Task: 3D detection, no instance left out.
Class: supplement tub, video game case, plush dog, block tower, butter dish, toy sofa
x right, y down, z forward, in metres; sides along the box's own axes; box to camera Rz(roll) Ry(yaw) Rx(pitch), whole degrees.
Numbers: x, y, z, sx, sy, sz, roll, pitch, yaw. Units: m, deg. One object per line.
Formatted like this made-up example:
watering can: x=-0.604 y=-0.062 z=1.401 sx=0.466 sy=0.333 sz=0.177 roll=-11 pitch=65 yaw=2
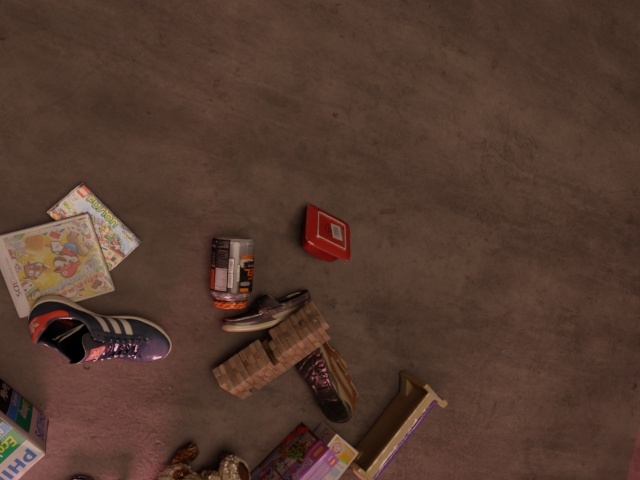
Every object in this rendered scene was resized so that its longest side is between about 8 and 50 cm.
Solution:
supplement tub: x=-0.243 y=0.086 z=1.478 sx=0.117 sy=0.117 sz=0.190 roll=2 pitch=94 yaw=-26
video game case: x=-0.645 y=0.059 z=1.305 sx=0.227 sy=0.026 sz=0.206 roll=-17 pitch=106 yaw=-15
plush dog: x=-0.351 y=0.696 z=1.467 sx=0.225 sy=0.210 sz=0.262 roll=34 pitch=51 yaw=-10
block tower: x=-0.127 y=0.314 z=1.508 sx=0.336 sy=0.091 sz=0.097 roll=-35 pitch=144 yaw=-3
butter dish: x=0.000 y=0.000 z=1.594 sx=0.160 sy=0.118 sz=0.160 roll=26 pitch=42 yaw=-24
toy sofa: x=0.247 y=0.624 z=1.739 sx=0.362 sy=0.150 sz=0.177 roll=-47 pitch=110 yaw=-15

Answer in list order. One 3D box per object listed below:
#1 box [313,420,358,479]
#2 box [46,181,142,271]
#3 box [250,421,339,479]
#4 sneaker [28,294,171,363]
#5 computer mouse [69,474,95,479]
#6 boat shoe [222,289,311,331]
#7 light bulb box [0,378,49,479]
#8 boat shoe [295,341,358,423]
box: x=-0.002 y=0.681 z=1.650 sx=0.203 sy=0.103 sz=0.114 roll=-47 pitch=112 yaw=-15
box: x=-0.567 y=-0.034 z=1.356 sx=0.114 sy=0.036 sz=0.207 roll=-47 pitch=111 yaw=-15
box: x=-0.106 y=0.679 z=1.546 sx=0.293 sy=0.201 sz=0.057 roll=-41 pitch=110 yaw=-18
sneaker: x=-0.532 y=0.252 z=1.314 sx=0.350 sy=0.148 sz=0.131 roll=21 pitch=104 yaw=-28
computer mouse: x=-0.599 y=0.750 z=1.397 sx=0.184 sy=0.060 sz=0.261 roll=18 pitch=75 yaw=-22
boat shoe: x=-0.149 y=0.200 z=1.545 sx=0.285 sy=0.103 sz=0.092 roll=-7 pitch=92 yaw=-29
light bulb box: x=-0.858 y=0.442 z=1.152 sx=0.358 sy=0.225 sz=0.361 roll=-45 pitch=110 yaw=-16
boat shoe: x=0.018 y=0.393 z=1.642 sx=0.120 sy=0.123 sz=0.323 roll=-33 pitch=102 yaw=-54
